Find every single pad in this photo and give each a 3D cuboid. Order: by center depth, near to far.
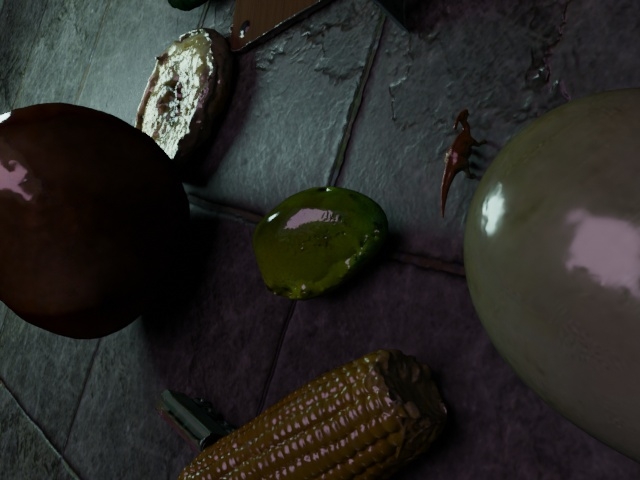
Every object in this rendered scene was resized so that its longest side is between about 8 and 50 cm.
[{"bbox_3d":[-0.041,-0.450,1.122,0.284,0.018,0.286,-14,64,47],"label":"pad"}]

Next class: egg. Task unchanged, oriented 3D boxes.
[{"bbox_3d":[0.222,0.033,0.462,0.218,0.218,0.295,-52,52,23],"label":"egg"}]

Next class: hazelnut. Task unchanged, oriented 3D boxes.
[{"bbox_3d":[-0.360,-0.033,1.095,0.366,0.366,0.365,-22,60,43],"label":"hazelnut"}]

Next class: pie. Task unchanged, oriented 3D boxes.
[{"bbox_3d":[-0.238,-0.231,1.235,0.274,0.055,0.274,-23,58,43],"label":"pie"}]

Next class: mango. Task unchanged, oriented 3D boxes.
[{"bbox_3d":[0.000,-0.001,0.833,0.178,0.100,0.119,-20,97,35],"label":"mango"}]

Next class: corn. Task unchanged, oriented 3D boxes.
[{"bbox_3d":[-0.023,0.223,0.748,0.344,0.131,0.131,-41,48,31],"label":"corn"}]

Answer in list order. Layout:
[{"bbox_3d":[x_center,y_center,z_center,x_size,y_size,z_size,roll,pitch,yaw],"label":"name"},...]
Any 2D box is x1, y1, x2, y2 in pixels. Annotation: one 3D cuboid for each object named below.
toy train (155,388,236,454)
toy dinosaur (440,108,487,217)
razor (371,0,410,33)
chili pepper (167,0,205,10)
[{"bbox_3d":[-0.152,0.236,0.935,0.148,0.071,0.038,22,92,51],"label":"toy train"},{"bbox_3d":[0.141,-0.076,0.741,0.026,0.041,0.113,11,89,47],"label":"toy dinosaur"},{"bbox_3d":[0.153,-0.313,0.794,0.232,0.106,0.068,-15,64,36],"label":"razor"},{"bbox_3d":[-0.212,-0.512,1.231,0.261,0.165,0.173,-28,47,50],"label":"chili pepper"}]
